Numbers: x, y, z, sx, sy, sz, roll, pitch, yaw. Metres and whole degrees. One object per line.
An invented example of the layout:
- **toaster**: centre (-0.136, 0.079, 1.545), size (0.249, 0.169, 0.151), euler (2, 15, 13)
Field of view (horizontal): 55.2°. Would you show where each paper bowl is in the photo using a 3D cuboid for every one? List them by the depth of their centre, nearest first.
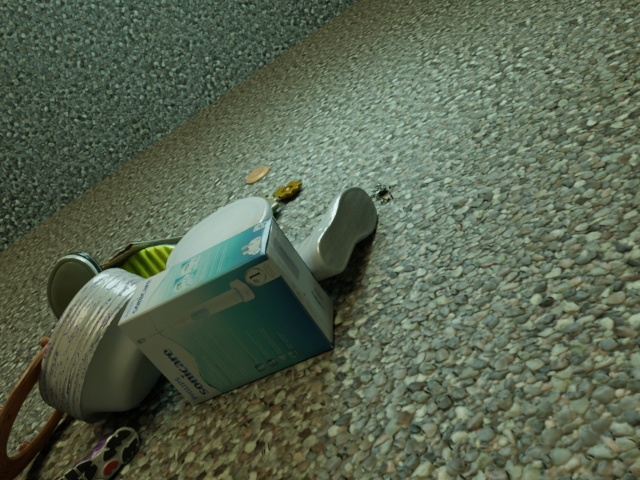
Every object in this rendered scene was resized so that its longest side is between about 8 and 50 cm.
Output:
- **paper bowl**: centre (-0.383, 0.207, 1.162), size (0.148, 0.284, 0.284), euler (22, 47, 8)

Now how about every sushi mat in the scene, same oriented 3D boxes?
- **sushi mat**: centre (-0.477, 0.036, 1.621), size (0.152, 0.019, 0.316), euler (-30, -2, 12)

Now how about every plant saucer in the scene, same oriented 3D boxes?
- **plant saucer**: centre (-0.195, -0.203, 1.884), size (0.084, 0.013, 0.083), euler (-26, 27, 14)

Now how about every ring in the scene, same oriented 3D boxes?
- **ring**: centre (-0.533, 0.301, 1.158), size (0.336, 0.032, 0.336), euler (25, -90, -89)

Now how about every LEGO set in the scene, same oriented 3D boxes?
- **LEGO set**: centre (0.133, -0.109, 1.346), size (0.054, 0.023, 0.083), euler (-40, 27, -12)

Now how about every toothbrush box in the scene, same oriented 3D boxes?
- **toothbrush box**: centre (-0.155, 0.129, 1.056), size (0.296, 0.216, 0.126), euler (-27, 27, 16)

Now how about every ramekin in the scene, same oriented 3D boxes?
- **ramekin**: centre (-0.198, 0.034, 1.363), size (0.273, 0.127, 0.272), euler (-26, 27, 14)

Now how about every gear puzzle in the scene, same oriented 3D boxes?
- **gear puzzle**: centre (-0.185, -0.056, 1.604), size (0.339, 0.044, 0.175), euler (-37, 25, -14)

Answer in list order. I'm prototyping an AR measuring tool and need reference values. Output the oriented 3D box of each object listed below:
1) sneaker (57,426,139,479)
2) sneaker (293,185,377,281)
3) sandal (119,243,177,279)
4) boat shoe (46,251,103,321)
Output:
- **sneaker**: centre (-0.390, 0.395, 1.063), size (0.170, 0.068, 0.071), euler (-39, 10, -30)
- **sneaker**: centre (0.000, 0.000, 1.220), size (0.169, 0.108, 0.292), euler (-30, 12, 35)
- **sandal**: centre (-0.465, 0.098, 1.570), size (0.318, 0.126, 0.138), euler (-23, 3, 5)
- **boat shoe**: centre (-0.482, 0.134, 1.302), size (0.127, 0.339, 0.113), euler (6, 41, 6)
